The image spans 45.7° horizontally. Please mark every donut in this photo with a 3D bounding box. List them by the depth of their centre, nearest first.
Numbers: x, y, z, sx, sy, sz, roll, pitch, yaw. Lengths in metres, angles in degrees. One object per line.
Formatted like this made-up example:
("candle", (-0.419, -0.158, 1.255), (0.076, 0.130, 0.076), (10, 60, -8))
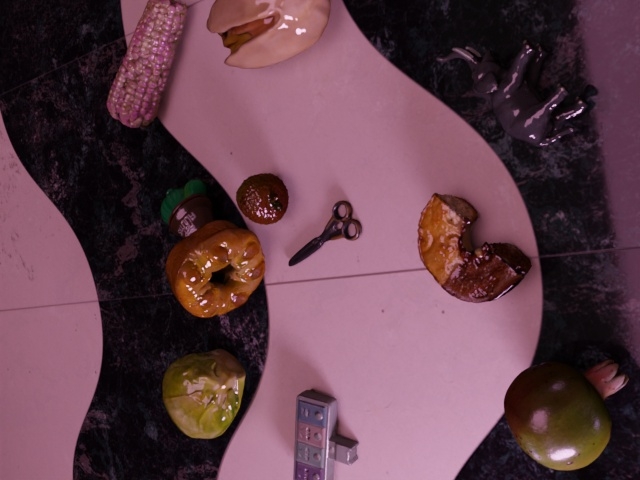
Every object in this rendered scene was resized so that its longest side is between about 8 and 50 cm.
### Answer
("donut", (0.265, 0.019, 1.352), (0.217, 0.085, 0.141), (50, 125, 22))
("donut", (-0.230, 0.063, 1.678), (0.114, 0.226, 0.226), (36, 119, 41))

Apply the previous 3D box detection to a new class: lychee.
("lychee", (-0.123, -0.089, 1.634), (0.146, 0.114, 0.114), (15, 109, 57))

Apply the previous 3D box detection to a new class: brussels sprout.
("brussels sprout", (-0.277, 0.368, 1.808), (0.223, 0.161, 0.223), (2, 93, 43))

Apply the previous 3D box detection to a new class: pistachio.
("pistachio", (-0.105, -0.454, 1.524), (0.299, 0.187, 0.187), (-6, 94, 46))

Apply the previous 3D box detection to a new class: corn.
("corn", (-0.411, -0.422, 1.801), (0.126, 0.127, 0.335), (41, 121, 26))

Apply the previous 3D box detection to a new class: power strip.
("power strip", (0.015, 0.444, 1.659), (0.145, 0.061, 0.215), (11, 105, 31))

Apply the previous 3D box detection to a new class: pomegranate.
("pomegranate", (0.408, 0.271, 1.241), (0.210, 0.180, 0.180), (-36, 73, 8))

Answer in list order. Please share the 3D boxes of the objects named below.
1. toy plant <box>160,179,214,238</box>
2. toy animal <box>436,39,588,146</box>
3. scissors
("toy plant", (-0.314, -0.074, 1.800), (0.143, 0.105, 0.200), (-54, 53, 23))
("toy animal", (0.317, -0.267, 1.257), (0.269, 0.082, 0.137), (51, 124, 20))
("scissors", (0.000, 0.000, 1.610), (0.220, 0.017, 0.088), (-37, 75, 38))
